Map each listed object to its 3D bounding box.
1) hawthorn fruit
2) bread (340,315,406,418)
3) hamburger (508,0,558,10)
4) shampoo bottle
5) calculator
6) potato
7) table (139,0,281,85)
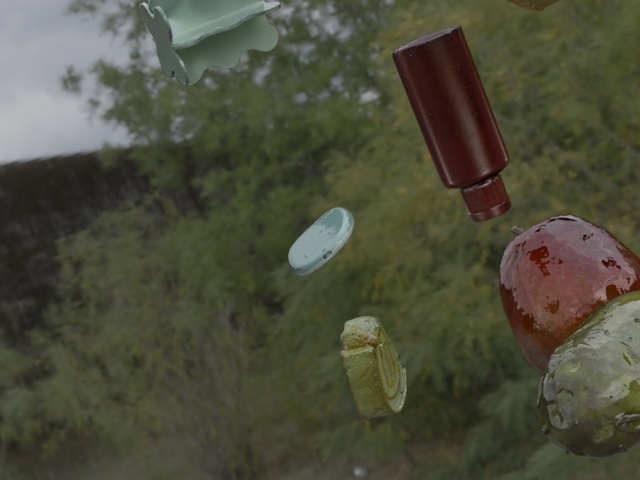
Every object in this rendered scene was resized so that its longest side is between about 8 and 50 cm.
[{"bbox_3d":[0.353,0.070,1.741,0.224,0.261,0.224,-29,-22,-13],"label":"hawthorn fruit"},{"bbox_3d":[0.072,0.181,1.759,0.064,0.156,0.117,-14,27,19],"label":"bread"},{"bbox_3d":[0.418,-0.573,2.235,0.304,0.284,0.174,-30,-40,16],"label":"hamburger"},{"bbox_3d":[0.189,-0.154,1.655,0.102,0.260,0.064,-23,12,2],"label":"shampoo bottle"},{"bbox_3d":[0.000,0.000,1.421,0.095,0.021,0.153,-43,15,5],"label":"calculator"},{"bbox_3d":[0.287,0.125,1.164,0.149,0.113,0.251,-37,-4,32],"label":"potato"},{"bbox_3d":[-0.175,-0.366,2.029,0.198,0.166,0.166,-27,0,-16],"label":"table"}]
